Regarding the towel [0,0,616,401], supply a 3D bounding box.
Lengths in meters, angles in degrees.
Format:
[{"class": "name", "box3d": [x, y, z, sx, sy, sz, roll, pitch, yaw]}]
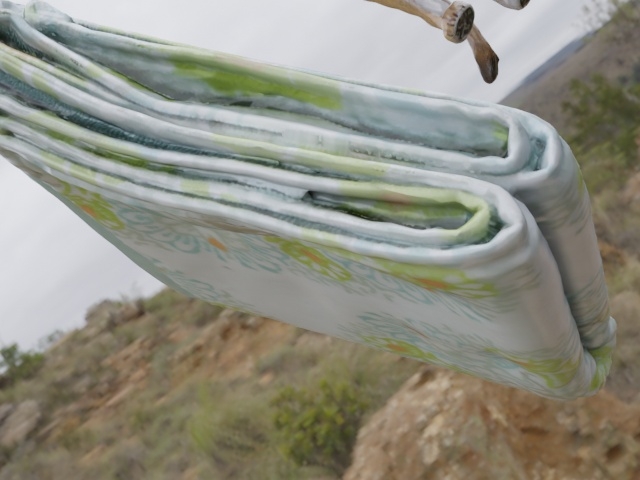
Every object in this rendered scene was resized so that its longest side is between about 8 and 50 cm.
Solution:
[{"class": "towel", "box3d": [0.000, 0.000, 0.608, 0.090, 0.321, 0.374, -68, -23, -10]}]

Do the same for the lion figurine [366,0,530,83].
[{"class": "lion figurine", "box3d": [0.013, -0.265, 0.761, 0.142, 0.240, 0.392, -55, -28, -16]}]
